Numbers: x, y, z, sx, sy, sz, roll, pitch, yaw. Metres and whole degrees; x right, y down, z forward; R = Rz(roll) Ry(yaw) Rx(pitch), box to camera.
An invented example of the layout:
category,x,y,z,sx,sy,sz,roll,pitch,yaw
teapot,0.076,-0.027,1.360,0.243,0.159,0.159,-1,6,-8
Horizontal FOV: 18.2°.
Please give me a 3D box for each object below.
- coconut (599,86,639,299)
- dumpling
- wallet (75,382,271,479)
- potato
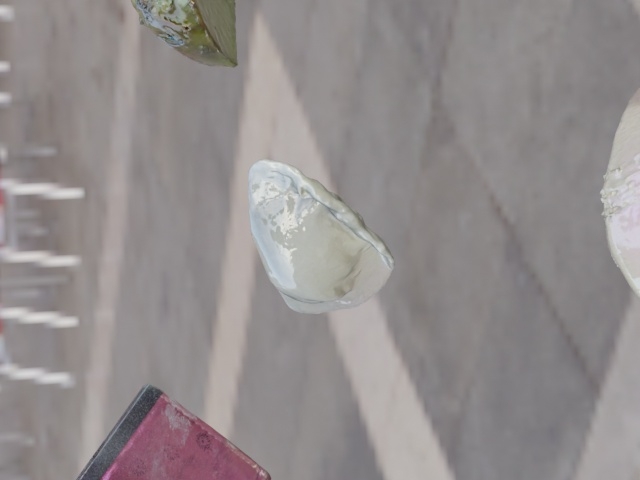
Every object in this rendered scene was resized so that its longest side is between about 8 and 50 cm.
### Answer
category,x,y,z,sx,sy,sz,roll,pitch,yaw
coconut,0.297,-0.031,1.227,0.230,0.227,0.227,161,106,-64
dumpling,0.000,0.000,2.217,0.229,0.151,0.124,65,-146,-41
wallet,-0.141,0.226,1.411,0.232,0.119,0.025,-55,7,-23
potato,-0.100,-0.177,1.441,0.198,0.054,0.119,-79,-34,-74
